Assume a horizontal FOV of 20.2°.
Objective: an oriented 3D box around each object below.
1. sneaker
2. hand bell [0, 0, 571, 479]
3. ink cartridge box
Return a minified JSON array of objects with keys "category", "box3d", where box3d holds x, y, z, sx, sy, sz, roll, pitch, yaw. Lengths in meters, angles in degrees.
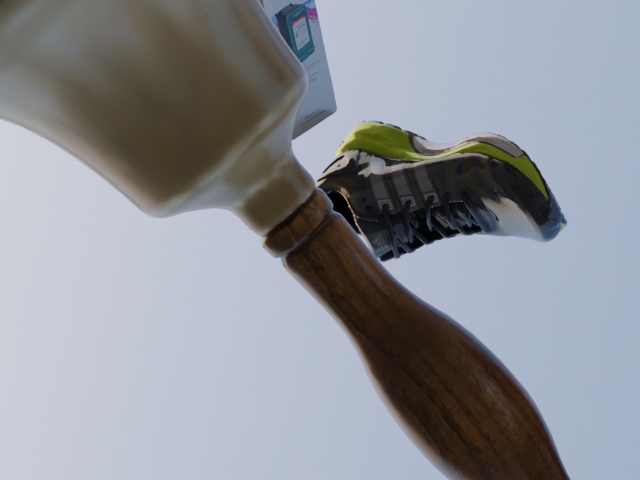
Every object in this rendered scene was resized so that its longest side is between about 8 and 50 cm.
[{"category":"sneaker","box3d":[0.102,-0.028,1.666,0.300,0.111,0.121,9,-131,50]},{"category":"hand bell","box3d":[0.000,0.000,0.563,0.126,0.126,0.242,-38,-79,28]},{"category":"ink cartridge box","box3d":[-0.076,-0.218,1.709,0.134,0.078,0.231,7,-60,39]}]
